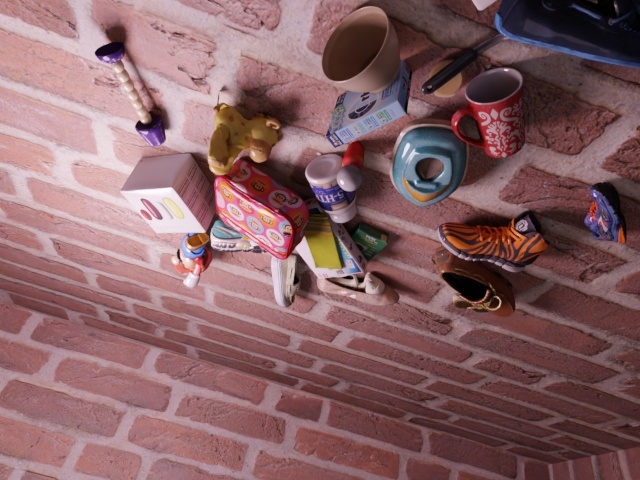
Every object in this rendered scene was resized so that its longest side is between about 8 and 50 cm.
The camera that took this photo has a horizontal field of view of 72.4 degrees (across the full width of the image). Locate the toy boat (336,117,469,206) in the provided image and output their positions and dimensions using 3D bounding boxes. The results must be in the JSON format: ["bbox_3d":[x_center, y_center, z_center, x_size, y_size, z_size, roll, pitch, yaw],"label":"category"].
[{"bbox_3d":[0.205,-0.178,1.105,0.318,0.148,0.267,5,142,12],"label":"toy boat"}]

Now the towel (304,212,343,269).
[{"bbox_3d":[0.001,0.008,1.388,0.102,0.021,0.237,5,136,24],"label":"towel"}]

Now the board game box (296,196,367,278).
[{"bbox_3d":[0.000,0.000,1.439,0.193,0.053,0.305,-12,128,35],"label":"board game box"}]

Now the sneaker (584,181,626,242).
[{"bbox_3d":[0.735,-0.063,1.144,0.087,0.083,0.221,-9,135,39],"label":"sneaker"}]

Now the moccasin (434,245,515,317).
[{"bbox_3d":[0.518,0.160,1.443,0.139,0.147,0.380,-22,131,38],"label":"moccasin"}]

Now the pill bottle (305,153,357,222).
[{"bbox_3d":[0.039,-0.141,1.238,0.112,0.112,0.187,-4,140,22],"label":"pill bottle"}]

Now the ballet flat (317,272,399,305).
[{"bbox_3d":[0.140,0.164,1.616,0.316,0.107,0.106,8,129,7],"label":"ballet flat"}]

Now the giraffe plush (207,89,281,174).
[{"bbox_3d":[-0.190,-0.267,1.138,0.170,0.181,0.210,8,109,-9],"label":"giraffe plush"}]

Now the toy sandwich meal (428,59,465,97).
[{"bbox_3d":[0.277,-0.354,0.955,0.085,0.029,0.085,14,137,14],"label":"toy sandwich meal"}]

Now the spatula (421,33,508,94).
[{"bbox_3d":[0.330,-0.383,0.869,0.296,0.030,0.084,-29,127,35],"label":"spatula"}]

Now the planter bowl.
[{"bbox_3d":[0.098,-0.371,0.898,0.162,0.162,0.109,-19,152,36],"label":"planter bowl"}]

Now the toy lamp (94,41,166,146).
[{"bbox_3d":[-0.480,-0.369,1.142,0.080,0.080,0.275,5,141,12],"label":"toy lamp"}]

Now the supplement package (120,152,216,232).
[{"bbox_3d":[-0.461,-0.141,1.369,0.194,0.149,0.203,-2,141,20],"label":"supplement package"}]

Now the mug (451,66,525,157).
[{"bbox_3d":[0.375,-0.271,0.968,0.150,0.113,0.169,-7,143,28],"label":"mug"}]

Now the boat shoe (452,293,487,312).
[{"bbox_3d":[0.562,0.227,1.611,0.153,0.048,0.056,7,131,-2],"label":"boat shoe"}]

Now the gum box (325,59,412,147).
[{"bbox_3d":[0.108,-0.301,0.970,0.184,0.157,0.041,-18,132,36],"label":"gum box"}]

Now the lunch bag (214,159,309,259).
[{"bbox_3d":[-0.182,-0.080,1.329,0.293,0.120,0.258,34,147,10],"label":"lunch bag"}]

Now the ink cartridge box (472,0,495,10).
[{"bbox_3d":[0.259,-0.534,0.652,0.198,0.115,0.273,-23,131,39],"label":"ink cartridge box"}]

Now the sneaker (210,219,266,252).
[{"bbox_3d":[-0.233,-0.019,1.492,0.275,0.110,0.107,4,163,-15],"label":"sneaker"}]

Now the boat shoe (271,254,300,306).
[{"bbox_3d":[-0.126,0.164,1.695,0.094,0.109,0.302,5,140,9],"label":"boat shoe"}]

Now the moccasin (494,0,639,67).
[{"bbox_3d":[0.484,-0.379,0.751,0.342,0.138,0.117,7,128,-6],"label":"moccasin"}]

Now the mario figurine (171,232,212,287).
[{"bbox_3d":[-0.482,0.040,1.570,0.170,0.198,0.320,23,149,-5],"label":"mario figurine"}]

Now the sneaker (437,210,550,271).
[{"bbox_3d":[0.507,-0.023,1.252,0.321,0.125,0.180,13,141,-17],"label":"sneaker"}]

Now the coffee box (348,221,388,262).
[{"bbox_3d":[0.136,0.018,1.471,0.113,0.040,0.184,25,142,-10],"label":"coffee box"}]
